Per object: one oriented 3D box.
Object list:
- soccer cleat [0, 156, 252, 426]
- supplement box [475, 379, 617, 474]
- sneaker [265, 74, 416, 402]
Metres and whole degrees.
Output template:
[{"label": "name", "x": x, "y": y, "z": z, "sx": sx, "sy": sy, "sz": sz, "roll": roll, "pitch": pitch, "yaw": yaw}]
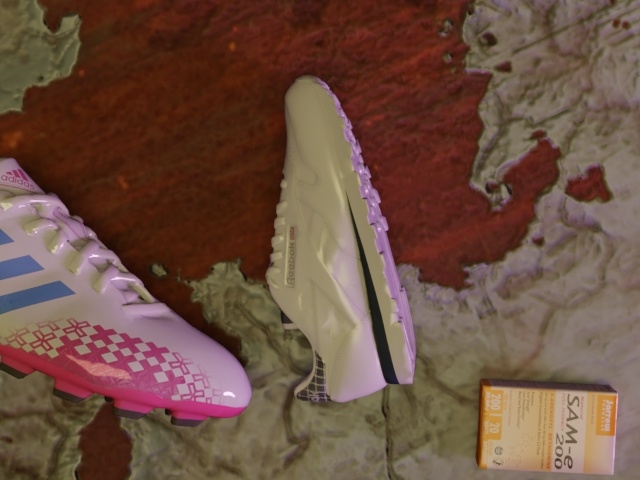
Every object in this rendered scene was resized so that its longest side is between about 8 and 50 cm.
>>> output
[{"label": "soccer cleat", "x": -0.195, "y": 0.025, "z": 1.298, "sx": 0.331, "sy": 0.116, "sz": 0.143, "roll": 19, "pitch": 93, "yaw": 1}, {"label": "supplement box", "x": 0.164, "y": 0.136, "z": 1.334, "sx": 0.098, "sy": 0.036, "sz": 0.062, "roll": 2, "pitch": 93, "yaw": 1}, {"label": "sneaker", "x": 0.000, "y": 0.000, "z": 1.312, "sx": 0.094, "sy": 0.090, "sz": 0.235, "roll": -13, "pitch": 91, "yaw": 11}]
